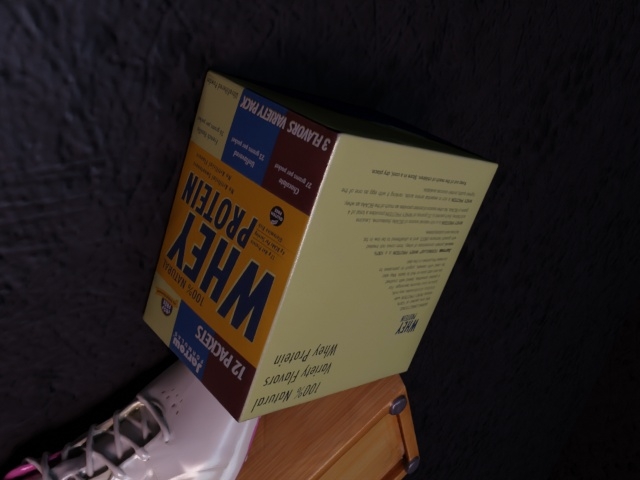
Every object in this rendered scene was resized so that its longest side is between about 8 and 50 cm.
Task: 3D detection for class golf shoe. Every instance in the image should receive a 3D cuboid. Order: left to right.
[{"bbox_3d":[-0.166,0.192,0.451,0.306,0.115,0.140,-51,139,-7],"label":"golf shoe"}]

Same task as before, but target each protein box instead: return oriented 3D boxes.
[{"bbox_3d":[0.000,0.000,0.462,0.199,0.136,0.201,-1,117,-47],"label":"protein box"}]

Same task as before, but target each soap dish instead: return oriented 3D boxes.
[{"bbox_3d":[-0.016,0.254,0.648,0.291,0.118,0.229,-38,139,-20],"label":"soap dish"}]
